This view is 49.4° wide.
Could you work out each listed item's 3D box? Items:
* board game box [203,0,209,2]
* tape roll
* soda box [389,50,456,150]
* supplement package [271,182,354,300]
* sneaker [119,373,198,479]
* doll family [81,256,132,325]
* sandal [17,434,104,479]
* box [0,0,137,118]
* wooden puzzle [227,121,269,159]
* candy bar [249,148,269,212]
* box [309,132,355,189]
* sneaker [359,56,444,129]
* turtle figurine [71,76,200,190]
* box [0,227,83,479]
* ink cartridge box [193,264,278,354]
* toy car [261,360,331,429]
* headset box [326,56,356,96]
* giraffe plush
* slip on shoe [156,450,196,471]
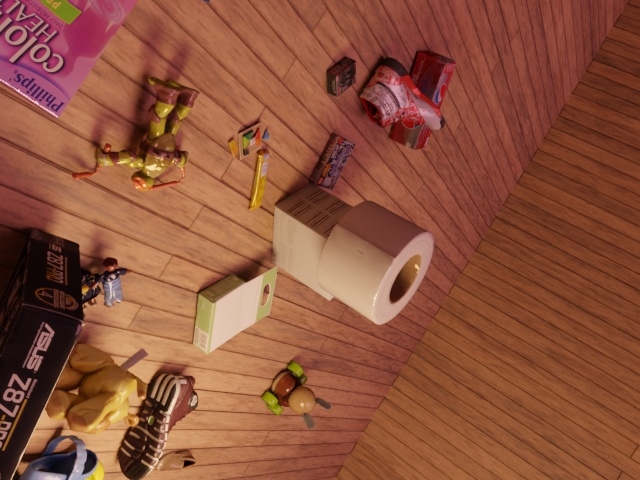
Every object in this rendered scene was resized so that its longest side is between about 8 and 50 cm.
[{"bbox_3d":[-0.198,-0.486,1.077,0.136,0.035,0.201,-1,123,-50],"label":"board game box"},{"bbox_3d":[0.131,0.051,1.628,0.246,0.169,0.246,-41,149,-31],"label":"tape roll"},{"bbox_3d":[0.288,-0.395,1.967,0.083,0.092,0.263,-23,137,-53],"label":"soda box"},{"bbox_3d":[0.000,0.000,1.766,0.149,0.203,0.194,-36,146,-37],"label":"supplement package"},{"bbox_3d":[-0.376,0.455,1.713,0.281,0.106,0.162,-64,156,9],"label":"sneaker"},{"bbox_3d":[-0.436,0.095,1.275,0.193,0.076,0.111,-39,143,-43],"label":"doll family"},{"bbox_3d":[-0.582,0.502,1.406,0.317,0.126,0.138,-38,144,-50],"label":"sandal"},{"bbox_3d":[-0.374,-0.322,0.890,0.243,0.117,0.213,-56,153,-3],"label":"box"},{"bbox_3d":[-0.151,-0.213,1.498,0.116,0.014,0.079,-41,149,-31],"label":"wooden puzzle"},{"bbox_3d":[-0.140,-0.136,1.592,0.040,0.018,0.162,-32,143,-47],"label":"candy bar"},{"bbox_3d":[0.031,-0.203,1.803,0.094,0.027,0.137,10,109,-61],"label":"box"},{"bbox_3d":[0.210,-0.340,1.831,0.270,0.090,0.145,41,83,-38],"label":"sneaker"},{"bbox_3d":[-0.294,-0.170,1.216,0.269,0.087,0.217,-4,122,-58],"label":"turtle figurine"},{"bbox_3d":[-0.483,0.213,1.064,0.097,0.318,0.395,22,100,-27],"label":"box"},{"bbox_3d":[-0.211,0.160,1.739,0.235,0.056,0.171,-33,144,-46],"label":"ink cartridge box"},{"bbox_3d":[-0.062,0.507,2.203,0.155,0.188,0.149,-48,151,-19],"label":"toy car"},{"bbox_3d":[0.046,-0.383,1.636,0.083,0.032,0.062,-44,150,-29],"label":"headset box"},{"bbox_3d":[-0.444,0.314,1.392,0.210,0.181,0.171,-18,148,-29],"label":"giraffe plush"},{"bbox_3d":[-0.394,0.611,1.909,0.051,0.041,0.135,-61,153,4],"label":"slip on shoe"}]
